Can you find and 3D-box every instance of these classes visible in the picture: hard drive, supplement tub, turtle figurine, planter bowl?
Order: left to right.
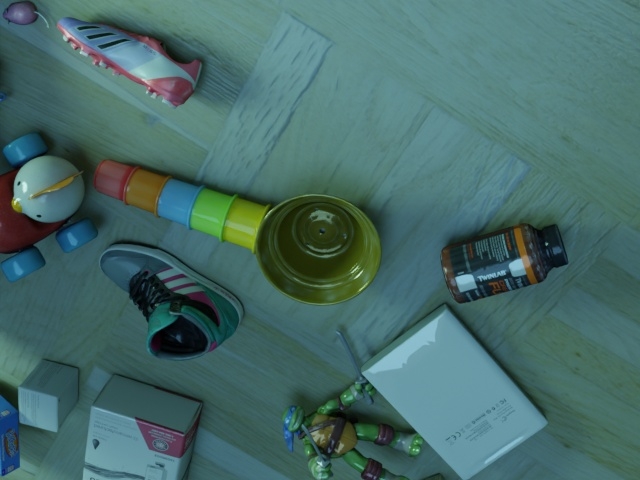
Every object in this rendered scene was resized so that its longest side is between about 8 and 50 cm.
[{"bbox_3d":[0.000,0.000,1.374,0.217,0.090,0.217,3,117,5],"label":"planter bowl"},{"bbox_3d":[0.067,0.369,1.486,0.266,0.198,0.275,26,122,-6],"label":"turtle figurine"},{"bbox_3d":[0.253,0.290,1.477,0.203,0.040,0.307,-39,103,14],"label":"hard drive"},{"bbox_3d":[0.310,0.034,1.321,0.198,0.106,0.106,-18,111,20],"label":"supplement tub"}]

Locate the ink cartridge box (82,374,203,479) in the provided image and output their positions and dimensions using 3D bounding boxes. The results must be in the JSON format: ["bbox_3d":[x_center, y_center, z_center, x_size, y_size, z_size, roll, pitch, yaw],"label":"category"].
[{"bbox_3d":[-0.380,0.451,1.661,0.207,0.117,0.283,16,118,3],"label":"ink cartridge box"}]

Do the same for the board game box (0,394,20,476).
[{"bbox_3d":[-0.725,0.383,1.687,0.210,0.047,0.160,28,123,30],"label":"board game box"}]

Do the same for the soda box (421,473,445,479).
[{"bbox_3d":[0.224,0.550,1.549,0.058,0.181,0.061,-28,108,22],"label":"soda box"}]

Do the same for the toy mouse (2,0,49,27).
[{"bbox_3d":[-0.531,-0.411,1.318,0.143,0.031,0.161,-25,108,22],"label":"toy mouse"}]

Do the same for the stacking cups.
[{"bbox_3d":[-0.247,-0.072,1.392,0.316,0.096,0.096,20,118,2],"label":"stacking cups"}]

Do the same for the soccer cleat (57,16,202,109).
[{"bbox_3d":[-0.316,-0.313,1.306,0.248,0.083,0.095,31,88,1],"label":"soccer cleat"}]

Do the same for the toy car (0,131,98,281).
[{"bbox_3d":[-0.487,-0.072,1.332,0.238,0.210,0.219,-14,106,59],"label":"toy car"}]

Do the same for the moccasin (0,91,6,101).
[{"bbox_3d":[-0.614,-0.284,1.322,0.116,0.138,0.342,2,120,0],"label":"moccasin"}]

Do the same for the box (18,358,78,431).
[{"bbox_3d":[-0.569,0.325,1.647,0.087,0.101,0.102,13,119,5],"label":"box"}]

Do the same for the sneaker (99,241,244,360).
[{"bbox_3d":[-0.299,0.124,1.449,0.295,0.178,0.124,26,118,-2],"label":"sneaker"}]
